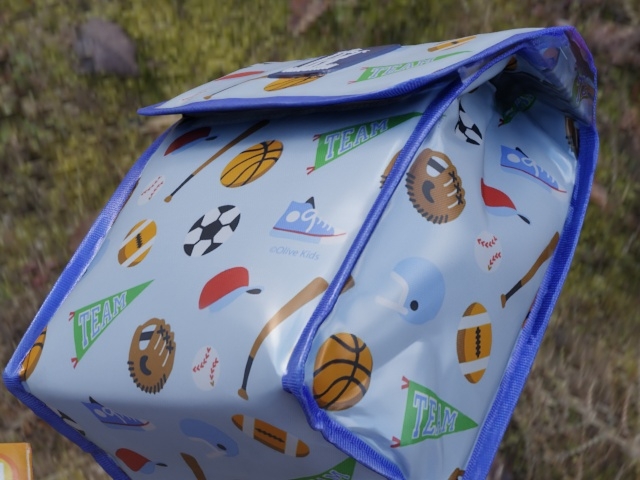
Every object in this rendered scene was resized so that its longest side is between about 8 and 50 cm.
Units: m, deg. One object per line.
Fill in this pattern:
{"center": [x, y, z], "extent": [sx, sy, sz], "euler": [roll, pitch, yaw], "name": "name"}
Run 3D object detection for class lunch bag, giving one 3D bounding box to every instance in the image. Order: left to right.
{"center": [0.000, 0.000, 1.250], "extent": [0.328, 0.239, 0.385], "euler": [-1, 49, 45], "name": "lunch bag"}

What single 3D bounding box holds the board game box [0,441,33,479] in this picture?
{"center": [-0.308, 0.352, 0.808], "extent": [0.356, 0.356, 0.356], "euler": [-1, 40, -12], "name": "board game box"}
